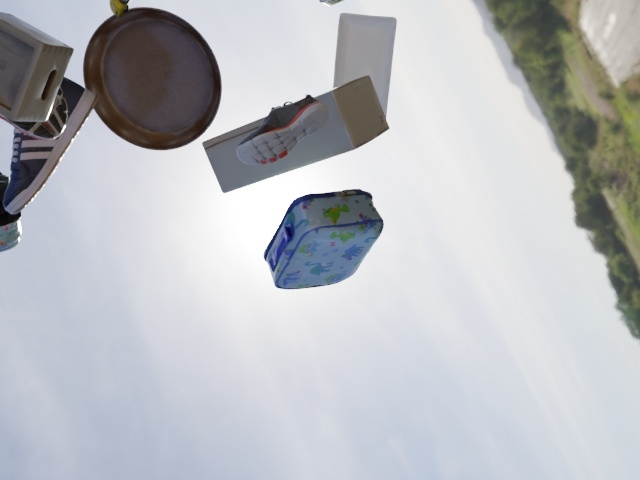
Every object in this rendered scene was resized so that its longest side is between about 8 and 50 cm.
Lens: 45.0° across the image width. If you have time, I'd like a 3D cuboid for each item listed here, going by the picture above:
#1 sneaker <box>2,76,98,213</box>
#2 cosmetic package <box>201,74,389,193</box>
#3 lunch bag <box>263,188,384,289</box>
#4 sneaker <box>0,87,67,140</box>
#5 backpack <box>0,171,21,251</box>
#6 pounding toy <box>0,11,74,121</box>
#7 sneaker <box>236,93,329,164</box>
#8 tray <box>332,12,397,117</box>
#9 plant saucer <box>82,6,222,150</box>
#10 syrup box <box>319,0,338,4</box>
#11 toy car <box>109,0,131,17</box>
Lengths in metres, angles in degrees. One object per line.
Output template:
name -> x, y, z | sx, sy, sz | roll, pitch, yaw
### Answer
sneaker -> -0.561, -0.200, 1.464 | 0.153, 0.282, 0.099 | 35, 168, -28
cosmetic package -> -0.048, -0.195, 1.443 | 0.160, 0.309, 0.113 | -37, -73, -56
lunch bag -> 0.000, 0.000, 1.376 | 0.176, 0.219, 0.090 | -7, -121, -26
sneaker -> -0.524, -0.256, 1.233 | 0.279, 0.118, 0.107 | 38, -115, -7
backpack -> -0.745, -0.061, 1.738 | 0.152, 0.115, 0.182 | -27, -124, -35
pounding toy -> -0.421, -0.225, 1.044 | 0.130, 0.141, 0.100 | 30, -165, 9
sneaker -> -0.064, -0.173, 1.189 | 0.065, 0.158, 0.061 | 53, 168, 36
tray -> 0.108, -0.438, 1.964 | 0.030, 0.145, 0.270 | -82, -3, -63
plant saucer -> -0.360, -0.351, 1.681 | 0.310, 0.310, 0.050 | 57, -159, -16
syrup box -> 0.099, -0.464, 1.229 | 0.093, 0.237, 0.096 | -58, -51, -73
toy car -> -0.341, -0.579, 1.543 | 0.053, 0.225, 0.239 | 34, -134, -13
